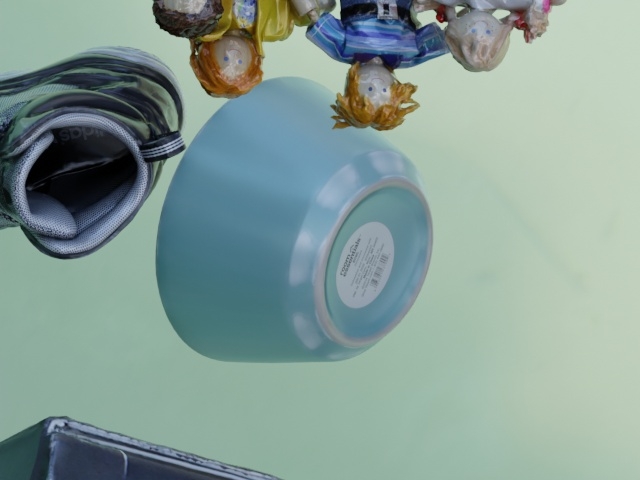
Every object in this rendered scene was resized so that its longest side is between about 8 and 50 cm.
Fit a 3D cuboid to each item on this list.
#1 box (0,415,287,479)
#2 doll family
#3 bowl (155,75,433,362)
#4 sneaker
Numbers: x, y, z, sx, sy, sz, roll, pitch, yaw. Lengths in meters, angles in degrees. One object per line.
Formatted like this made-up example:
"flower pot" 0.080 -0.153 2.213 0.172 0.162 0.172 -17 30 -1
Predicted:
"box" -0.085 0.346 1.138 0.472 0.480 0.297 21 60 -28
"doll family" 0.006 -0.150 1.101 0.263 0.118 0.163 6 79 -7
"bowl" 0.000 0.000 1.902 0.163 0.311 0.311 19 44 38
"sneaker" -0.206 -0.038 1.118 0.269 0.153 0.101 -19 110 -3
